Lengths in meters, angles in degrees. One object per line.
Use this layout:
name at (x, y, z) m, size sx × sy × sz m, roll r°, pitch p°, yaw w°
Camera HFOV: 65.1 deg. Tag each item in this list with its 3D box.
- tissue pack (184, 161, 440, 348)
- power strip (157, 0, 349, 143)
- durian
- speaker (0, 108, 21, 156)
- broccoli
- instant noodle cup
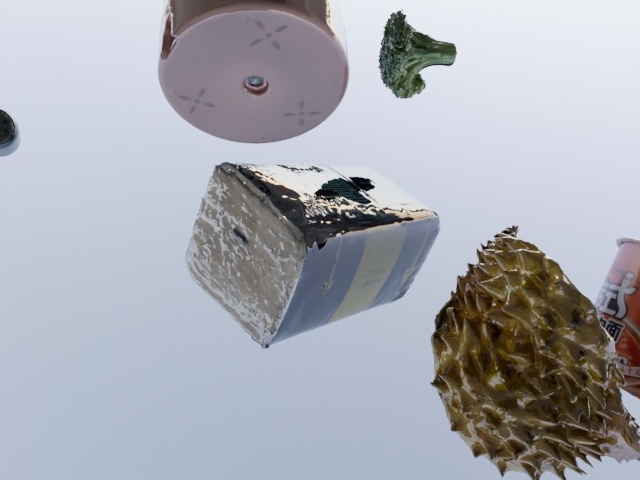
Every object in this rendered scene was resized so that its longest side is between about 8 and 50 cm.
tissue pack at (0.000, 0.000, 0.955) m, size 0.416 × 0.253 × 0.264 m, roll -12°, pitch -137°, yaw -47°
power strip at (-0.051, -0.152, 0.408) m, size 0.154 × 0.154 × 0.078 m, roll -6°, pitch -117°, yaw -1°
durian at (0.225, 0.149, 0.566) m, size 0.195 × 0.185 × 0.305 m, roll -25°, pitch -95°, yaw 4°
speaker at (-0.477, -0.148, 0.705) m, size 0.094 × 0.075 × 0.060 m, roll -21°, pitch -84°, yaw -27°
broccoli at (0.239, -0.458, 1.243) m, size 0.194 × 0.220 × 0.194 m, roll -1°, pitch -143°, yaw 0°
instant noodle cup at (0.496, 0.136, 0.701) m, size 0.250 × 0.250 × 0.192 m, roll 30°, pitch -86°, yaw 21°
